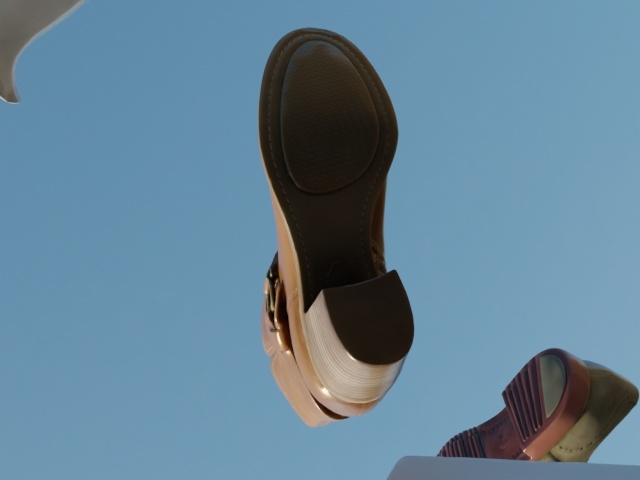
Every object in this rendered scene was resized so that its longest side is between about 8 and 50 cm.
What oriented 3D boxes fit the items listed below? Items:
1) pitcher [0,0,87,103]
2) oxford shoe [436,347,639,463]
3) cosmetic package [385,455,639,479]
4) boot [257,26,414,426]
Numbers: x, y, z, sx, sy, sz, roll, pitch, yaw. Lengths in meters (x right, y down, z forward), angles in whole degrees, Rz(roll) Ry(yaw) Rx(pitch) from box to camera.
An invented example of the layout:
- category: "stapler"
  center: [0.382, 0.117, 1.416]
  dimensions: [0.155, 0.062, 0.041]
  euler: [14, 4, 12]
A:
- category: "pitcher"
  center: [-0.286, -0.252, 1.365]
  dimensions: [0.178, 0.125, 0.207]
  euler: [34, -91, -20]
- category: "oxford shoe"
  center: [0.231, 0.264, 1.763]
  dimensions: [0.130, 0.123, 0.348]
  euler: [16, -46, -26]
- category: "cosmetic package"
  center: [0.192, 0.407, 1.102]
  dimensions: [0.329, 0.327, 0.393]
  euler: [-51, -54, -41]
- category: "boot"
  center: [0.000, 0.000, 1.196]
  dimensions: [0.109, 0.283, 0.220]
  euler: [-13, -16, -16]
